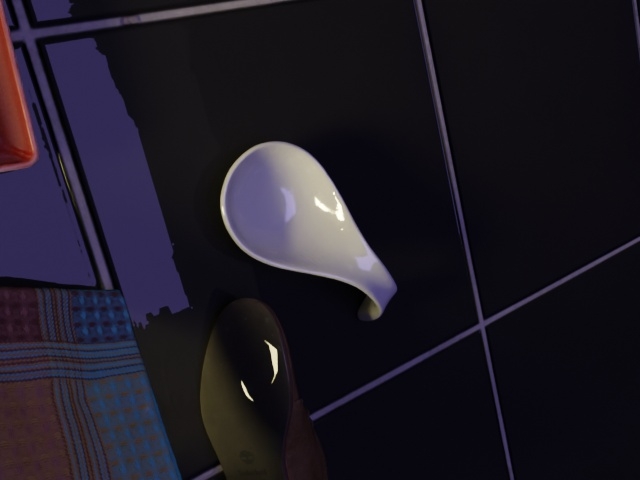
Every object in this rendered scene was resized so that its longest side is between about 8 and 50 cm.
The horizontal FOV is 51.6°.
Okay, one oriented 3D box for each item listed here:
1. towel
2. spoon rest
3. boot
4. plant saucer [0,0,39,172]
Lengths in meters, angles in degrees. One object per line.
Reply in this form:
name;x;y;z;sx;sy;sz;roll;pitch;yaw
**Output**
towel;-0.209;0.198;0.508;0.271;0.040;0.370;10;52;-57
spoon rest;0.000;0.000;0.772;0.276;0.084;0.137;43;70;-28
boot;-0.056;0.211;0.760;0.115;0.112;0.305;-14;97;-62
plant saucer;-0.390;-0.164;0.527;0.259;0.048;0.258;-16;102;-31
